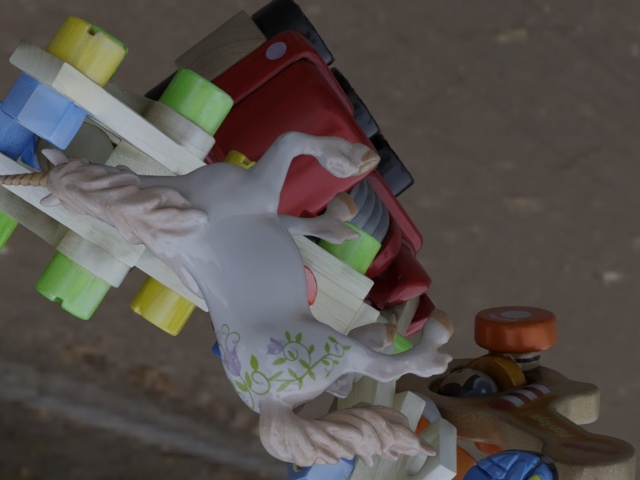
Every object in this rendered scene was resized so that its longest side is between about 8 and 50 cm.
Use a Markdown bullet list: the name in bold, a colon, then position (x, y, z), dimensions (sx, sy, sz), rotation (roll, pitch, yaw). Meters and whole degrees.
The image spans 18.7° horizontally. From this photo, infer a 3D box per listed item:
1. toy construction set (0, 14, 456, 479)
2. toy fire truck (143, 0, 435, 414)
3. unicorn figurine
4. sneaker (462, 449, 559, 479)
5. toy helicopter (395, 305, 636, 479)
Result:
- **toy construction set**: position (-0.045, 0.019, 0.937), dimensions (0.327, 0.151, 0.215), rotation (49, 171, -19)
- **toy fire truck**: position (0.000, 0.000, 1.247), dimensions (0.158, 0.246, 0.217), rotation (-36, 136, 0)
- **unicorn figurine**: position (-0.025, 0.007, 0.664), dimensions (0.111, 0.162, 0.060), rotation (-12, 144, -34)
- **sneaker**: position (0.145, 0.211, 1.456), dimensions (0.078, 0.067, 0.188), rotation (-19, 146, -22)
- **toy helicopter**: position (0.168, 0.169, 1.816), dimensions (0.235, 0.140, 0.355), rotation (-4, -168, -21)
